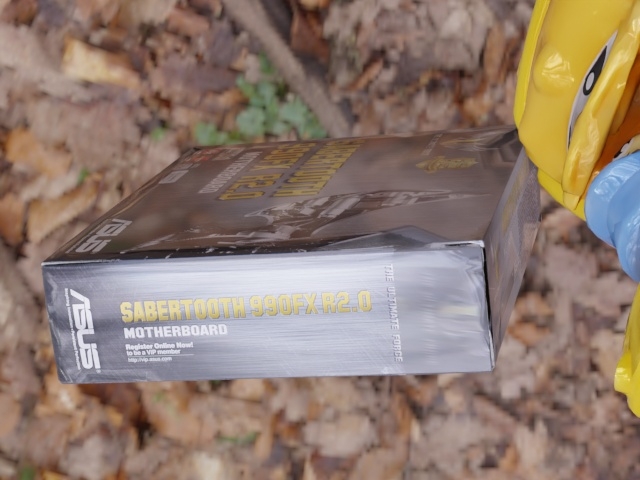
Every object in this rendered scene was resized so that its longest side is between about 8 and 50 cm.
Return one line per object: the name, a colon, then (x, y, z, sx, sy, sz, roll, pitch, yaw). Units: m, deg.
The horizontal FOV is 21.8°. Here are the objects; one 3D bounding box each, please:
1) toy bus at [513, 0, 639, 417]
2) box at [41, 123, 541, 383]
toy bus: (0.145, 0.003, 0.442, 0.220, 0.211, 0.149, 21, 139, 8)
box: (0.000, 0.000, 0.756, 0.183, 0.231, 0.056, -3, 105, 14)
